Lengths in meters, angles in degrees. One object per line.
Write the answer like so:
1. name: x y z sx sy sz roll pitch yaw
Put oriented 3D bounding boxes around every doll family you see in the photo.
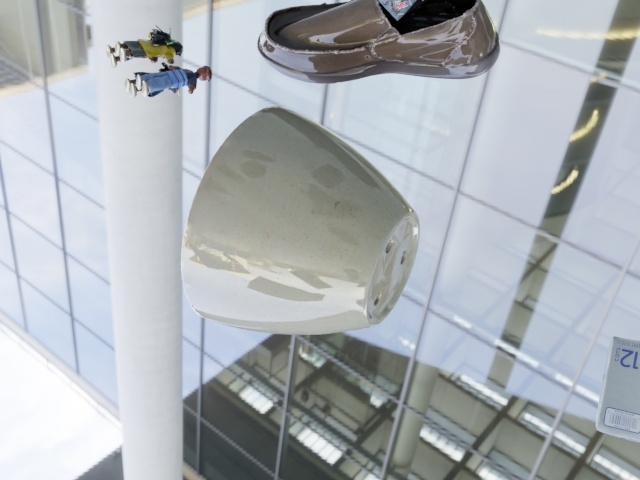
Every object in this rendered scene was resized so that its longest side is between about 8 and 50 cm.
1. doll family: -0.241 -0.265 1.142 0.111 0.076 0.193 -14 -123 -31

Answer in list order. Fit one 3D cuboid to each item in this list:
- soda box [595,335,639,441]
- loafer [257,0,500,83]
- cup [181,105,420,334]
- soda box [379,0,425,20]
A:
1. soda box: 0.400 0.162 0.670 0.286 0.091 0.098 10 170 22
2. loafer: 0.079 -0.324 1.114 0.366 0.130 0.133 1 -125 12
3. cup: 0.000 0.000 1.066 0.237 0.331 0.331 20 -142 23
4. soda box: 0.126 -0.324 0.898 0.053 0.060 0.169 46 -135 -2
